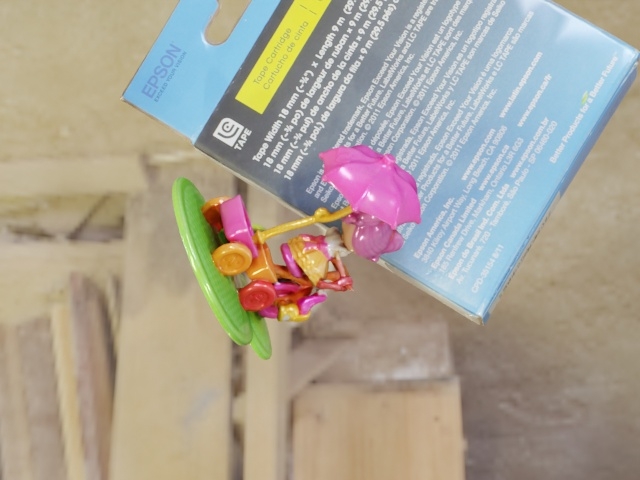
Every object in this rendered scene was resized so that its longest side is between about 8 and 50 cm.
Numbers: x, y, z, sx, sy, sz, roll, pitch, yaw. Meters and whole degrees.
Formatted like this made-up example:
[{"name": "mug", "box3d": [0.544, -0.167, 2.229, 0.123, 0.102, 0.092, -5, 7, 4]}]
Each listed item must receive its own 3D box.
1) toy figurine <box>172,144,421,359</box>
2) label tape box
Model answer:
[{"name": "toy figurine", "box3d": [0.000, 0.000, 1.143, 0.159, 0.130, 0.173, -22, 138, 7]}, {"name": "label tape box", "box3d": [0.049, -0.121, 1.265, 0.333, 0.241, 0.106, 32, 180, 10]}]
